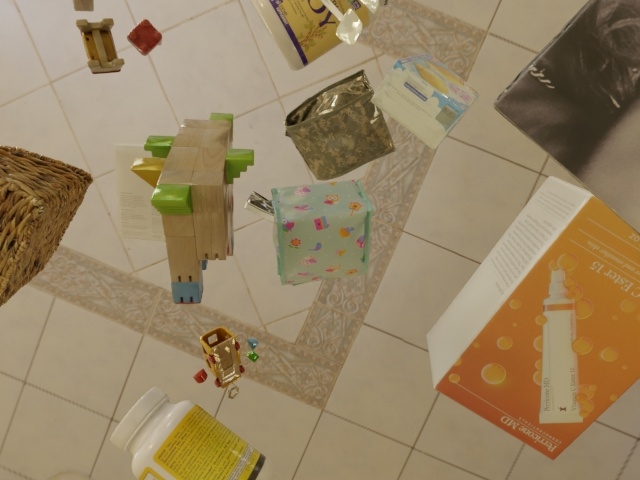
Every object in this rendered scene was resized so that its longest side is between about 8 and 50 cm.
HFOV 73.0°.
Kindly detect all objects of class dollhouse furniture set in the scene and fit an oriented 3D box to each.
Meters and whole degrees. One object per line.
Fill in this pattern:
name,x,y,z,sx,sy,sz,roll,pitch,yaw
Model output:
dollhouse furniture set,-0.480,-0.588,1.002,0.201,0.152,0.374,-16,106,-24

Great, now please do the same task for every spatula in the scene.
spatula,0.065,-0.518,0.888,0.019,0.242,0.168,9,130,-36

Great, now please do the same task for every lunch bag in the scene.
lunch bag,0.053,-0.336,1.327,0.287,0.169,0.235,-24,135,12
lunch bag,0.000,0.000,1.028,0.223,0.160,0.262,-8,135,-8

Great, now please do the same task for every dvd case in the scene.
dvd case,0.243,-0.072,0.248,0.221,0.018,0.164,39,117,-3

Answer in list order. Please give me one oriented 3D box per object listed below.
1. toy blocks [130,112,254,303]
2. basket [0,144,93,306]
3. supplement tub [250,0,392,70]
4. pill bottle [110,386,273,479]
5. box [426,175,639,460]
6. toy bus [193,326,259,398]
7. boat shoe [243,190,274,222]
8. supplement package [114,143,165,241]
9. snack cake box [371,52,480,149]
toy blocks,-0.224,-0.058,0.835,0.190,0.381,0.261,0,125,-8
basket,-0.661,-0.047,0.884,0.213,0.223,0.299,32,108,-16
supplement tub,0.006,-0.628,1.118,0.331,0.241,0.241,-31,94,7
pill bottle,-0.289,0.488,0.971,0.334,0.188,0.188,36,96,4
box,0.351,0.112,0.657,0.215,0.168,0.345,31,110,0
toy bus,-0.312,0.373,1.365,0.104,0.191,0.202,26,84,43
boat shoe,-0.140,-0.091,1.296,0.219,0.077,0.070,26,91,29
supplement package,-0.457,-0.147,1.278,0.199,0.198,0.263,5,103,6
snack cake box,0.221,-0.287,0.865,0.152,0.264,0.089,38,125,5
